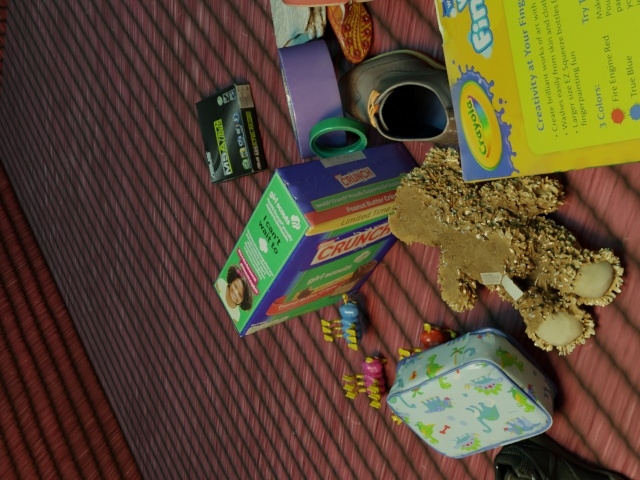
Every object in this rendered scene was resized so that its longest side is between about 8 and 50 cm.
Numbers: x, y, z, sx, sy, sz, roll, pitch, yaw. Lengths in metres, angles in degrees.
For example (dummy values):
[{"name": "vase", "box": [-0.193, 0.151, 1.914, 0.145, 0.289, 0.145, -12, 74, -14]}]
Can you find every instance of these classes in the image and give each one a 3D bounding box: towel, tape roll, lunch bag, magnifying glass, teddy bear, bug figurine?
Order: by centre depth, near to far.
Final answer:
[{"name": "teddy bear", "box": [0.258, 0.008, 0.998, 0.338, 0.113, 0.245, 23, 127, 38]}, {"name": "lunch bag", "box": [0.221, 0.230, 1.044, 0.176, 0.090, 0.219, 43, 132, -13]}, {"name": "magnifying glass", "box": [0.037, -0.134, 1.175, 0.231, 0.092, 0.026, 68, -164, -67]}, {"name": "tape roll", "box": [-0.015, -0.237, 1.198, 0.189, 0.080, 0.189, 168, 90, -88]}, {"name": "towel", "box": [-0.056, -0.475, 1.234, 0.187, 0.049, 0.282, -175, 74, -70]}, {"name": "bug figurine", "box": [0.126, 0.214, 1.248, 0.279, 0.072, 0.216, 15, 120, 45]}]

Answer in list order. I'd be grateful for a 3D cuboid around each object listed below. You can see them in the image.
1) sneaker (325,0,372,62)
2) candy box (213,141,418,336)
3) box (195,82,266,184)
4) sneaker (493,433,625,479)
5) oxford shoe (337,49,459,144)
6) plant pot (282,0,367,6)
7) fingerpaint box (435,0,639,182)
[{"name": "sneaker", "box": [0.041, -0.374, 1.183, 0.067, 0.064, 0.175, 142, 117, -67]}, {"name": "candy box", "box": [0.000, 0.000, 1.175, 0.122, 0.268, 0.317, 55, 139, 22]}, {"name": "box", "box": [-0.198, -0.229, 1.545, 0.184, 0.045, 0.191, -6, 96, 51]}, {"name": "sneaker", "box": [0.334, 0.354, 0.978, 0.227, 0.130, 0.087, 27, 124, 43]}, {"name": "oxford shoe", "box": [0.115, -0.215, 1.058, 0.363, 0.132, 0.130, 22, 119, 54]}, {"name": "plant pot", "box": [0.025, -0.475, 1.011, 0.275, 0.275, 0.243, 23, 128, 47]}, {"name": "fingerpaint box", "box": [0.289, -0.303, 0.747, 0.371, 0.163, 0.445, -2, 100, 63]}]
